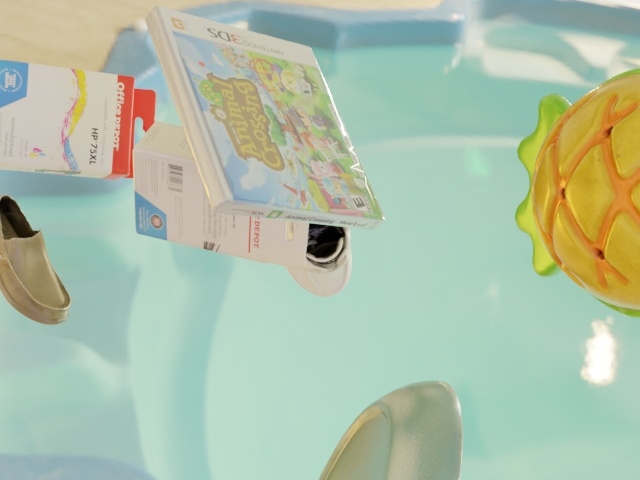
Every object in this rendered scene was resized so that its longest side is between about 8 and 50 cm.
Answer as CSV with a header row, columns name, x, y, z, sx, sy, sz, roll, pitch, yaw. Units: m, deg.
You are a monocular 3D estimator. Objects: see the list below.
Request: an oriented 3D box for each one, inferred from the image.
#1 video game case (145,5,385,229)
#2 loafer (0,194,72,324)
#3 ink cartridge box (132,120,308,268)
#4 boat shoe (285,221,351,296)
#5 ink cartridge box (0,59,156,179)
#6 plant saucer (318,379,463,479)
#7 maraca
name,x,y,z,sx,sy,sz,roll,pitch,yaw
video game case,-0.048,-0.108,0.997,0.193,0.023,0.212,6,53,-44
loafer,-0.291,0.017,1.075,0.148,0.050,0.056,51,31,6
ink cartridge box,-0.090,-0.044,1.092,0.180,0.104,0.060,13,36,10
boat shoe,0.000,0.000,1.460,0.096,0.267,0.088,-22,49,-11
ink cartridge box,-0.322,-0.154,1.447,0.231,0.134,0.078,4,-4,-23
plant saucer,0.018,0.248,0.842,0.044,0.317,0.317,23,29,-6
maraca,0.155,-0.026,0.581,0.099,0.127,0.186,3,4,-22
